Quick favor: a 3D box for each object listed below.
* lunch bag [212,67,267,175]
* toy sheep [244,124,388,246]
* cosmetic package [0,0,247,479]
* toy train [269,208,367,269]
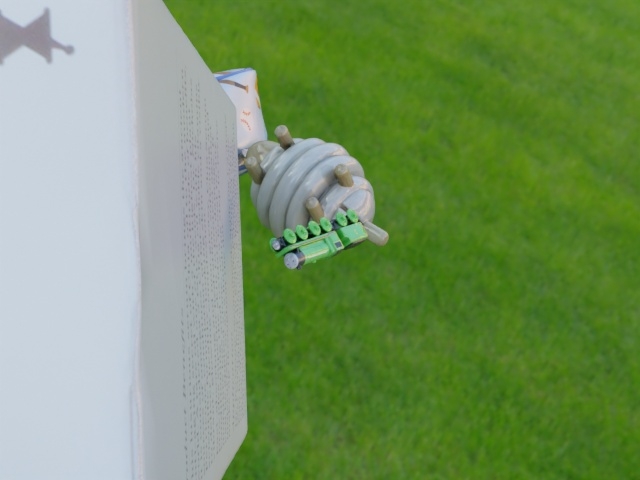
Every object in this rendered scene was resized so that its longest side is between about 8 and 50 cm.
[{"bbox_3d":[-0.196,-0.080,1.255,0.303,0.115,0.243,-7,11,38],"label":"lunch bag"},{"bbox_3d":[-0.004,-0.033,0.964,0.132,0.091,0.091,39,35,28],"label":"toy sheep"},{"bbox_3d":[-0.133,0.020,0.657,0.161,0.230,0.453,-2,-2,1],"label":"cosmetic package"},{"bbox_3d":[0.000,0.000,0.773,0.083,0.017,0.024,-20,80,-55],"label":"toy train"}]
